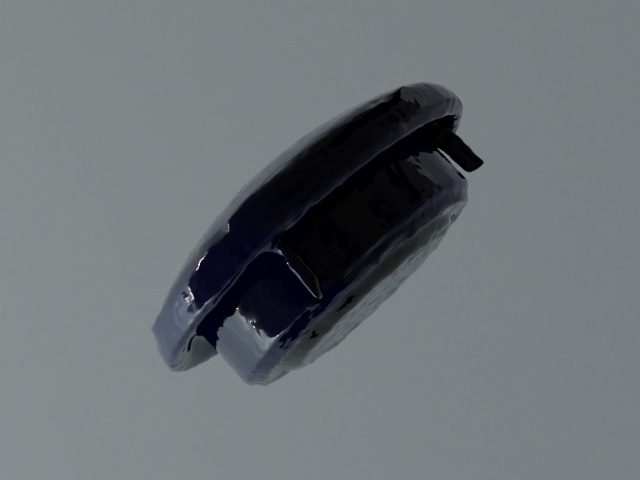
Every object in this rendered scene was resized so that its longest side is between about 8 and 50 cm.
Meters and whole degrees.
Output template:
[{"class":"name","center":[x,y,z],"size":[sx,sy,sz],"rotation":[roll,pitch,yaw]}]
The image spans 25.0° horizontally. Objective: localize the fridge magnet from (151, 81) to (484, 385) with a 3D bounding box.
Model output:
[{"class":"fridge magnet","center":[0.000,0.000,0.969],"size":[0.265,0.265,0.112],"rotation":[-41,-98,-9]}]
